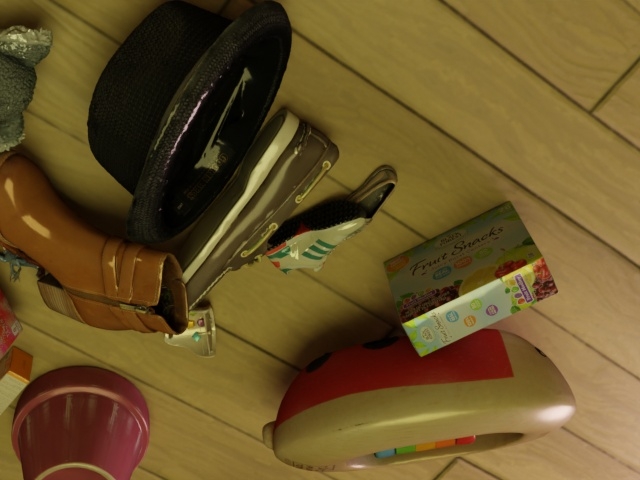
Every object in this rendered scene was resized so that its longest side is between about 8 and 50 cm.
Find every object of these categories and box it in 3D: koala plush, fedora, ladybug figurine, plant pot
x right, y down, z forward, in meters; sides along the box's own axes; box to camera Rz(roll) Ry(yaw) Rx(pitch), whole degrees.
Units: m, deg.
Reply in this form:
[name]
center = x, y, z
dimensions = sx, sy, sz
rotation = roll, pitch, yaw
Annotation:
[koala plush]
center = -0.438, -0.198, 1.302
dimensions = 0.221, 0.203, 0.196
rotation = 13, 118, -29
[fedora]
center = -0.177, -0.165, 1.337
dimensions = 0.153, 0.334, 0.334
rotation = 32, 114, 10
[ladybug figurine]
center = 0.136, 0.228, 1.596
dimensions = 0.450, 0.161, 0.305
rotation = -7, 161, -5
[plant pot]
center = -0.350, 0.312, 1.599
dimensions = 0.202, 0.180, 0.201
rotation = -3, 119, -6

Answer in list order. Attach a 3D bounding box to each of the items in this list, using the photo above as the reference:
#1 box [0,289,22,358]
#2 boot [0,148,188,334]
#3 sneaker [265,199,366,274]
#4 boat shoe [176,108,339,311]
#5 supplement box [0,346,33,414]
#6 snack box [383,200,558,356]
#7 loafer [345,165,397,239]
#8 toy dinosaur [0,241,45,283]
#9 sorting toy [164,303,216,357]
[box]
center = -0.517, 0.064, 1.443
dimensions = 0.123, 0.128, 0.256
rotation = -6, 123, 23
[boot]
center = -0.294, 0.012, 1.416
dimensions = 0.220, 0.109, 0.283
rotation = 10, 130, 29
[sneaker]
center = 0.000, 0.000, 1.538
dimensions = 0.161, 0.057, 0.075
rotation = -22, 128, 19
[boat shoe]
center = -0.100, -0.021, 1.484
dimensions = 0.097, 0.116, 0.324
rotation = 31, 105, -20
[supplement box]
center = -0.459, 0.209, 1.592
dimensions = 0.036, 0.062, 0.098
rotation = 35, 109, -25
[snack box]
center = 0.202, 0.050, 1.532
dimensions = 0.207, 0.174, 0.070
rotation = -25, 117, 8
[loafer]
center = 0.062, -0.048, 1.532
dimensions = 0.045, 0.039, 0.125
rotation = 30, 111, -22
[toy dinosaur]
center = -0.414, 0.025, 1.508
dimensions = 0.082, 0.047, 0.090
rotation = 2, 110, -30
[sorting toy]
center = -0.192, 0.125, 1.597
dimensions = 0.075, 0.045, 0.083
rotation = -3, 121, 2
